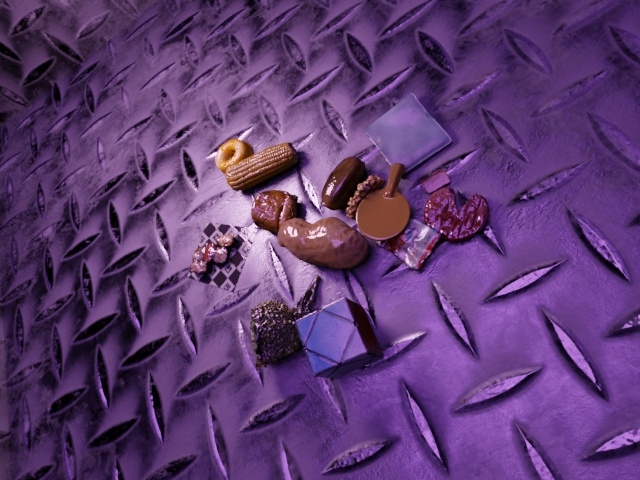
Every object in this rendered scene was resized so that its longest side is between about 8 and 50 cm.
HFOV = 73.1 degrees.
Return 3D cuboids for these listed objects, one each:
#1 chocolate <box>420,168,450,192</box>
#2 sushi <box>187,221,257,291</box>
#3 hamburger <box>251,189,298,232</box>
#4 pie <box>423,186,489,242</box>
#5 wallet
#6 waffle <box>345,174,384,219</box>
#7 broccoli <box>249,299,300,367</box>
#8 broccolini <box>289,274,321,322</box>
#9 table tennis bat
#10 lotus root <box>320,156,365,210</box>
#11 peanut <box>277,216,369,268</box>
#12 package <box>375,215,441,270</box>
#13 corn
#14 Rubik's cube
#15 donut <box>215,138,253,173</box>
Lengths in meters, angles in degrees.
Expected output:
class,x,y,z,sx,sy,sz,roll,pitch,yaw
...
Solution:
class,x,y,z,sx,sy,sz,roll,pitch,yaw
chocolate,0.429,-0.219,1.613,0.101,0.031,0.064,-35,79,14
sushi,-0.455,0.054,1.904,0.293,0.059,0.293,11,76,27
hamburger,-0.201,-0.127,1.814,0.206,0.130,0.183,8,78,24
pie,0.478,-0.093,1.535,0.219,0.054,0.204,34,88,28
wallet,0.339,-0.421,1.713,0.251,0.054,0.290,-37,63,11
waffle,0.170,-0.168,1.684,0.046,0.161,0.191,37,119,27
broccoli,-0.171,0.345,1.618,0.181,0.273,0.242,-4,81,-11
broccolini,-0.061,0.222,1.662,0.091,0.068,0.202,6,73,46
table tennis bat,0.248,-0.147,1.604,0.199,0.050,0.320,13,74,23
lotus root,0.094,-0.224,1.714,0.123,0.124,0.240,26,84,40
peanut,0.000,0.000,1.648,0.388,0.170,0.192,9,91,28
package,0.307,-0.010,1.569,0.232,0.040,0.166,38,100,39
corn,-0.261,-0.330,1.913,0.345,0.131,0.131,-24,64,15
Rubik's cube,0.066,0.340,1.481,0.205,0.207,0.205,-28,64,12
donut,-0.416,-0.400,2.036,0.191,0.075,0.174,-14,67,20
